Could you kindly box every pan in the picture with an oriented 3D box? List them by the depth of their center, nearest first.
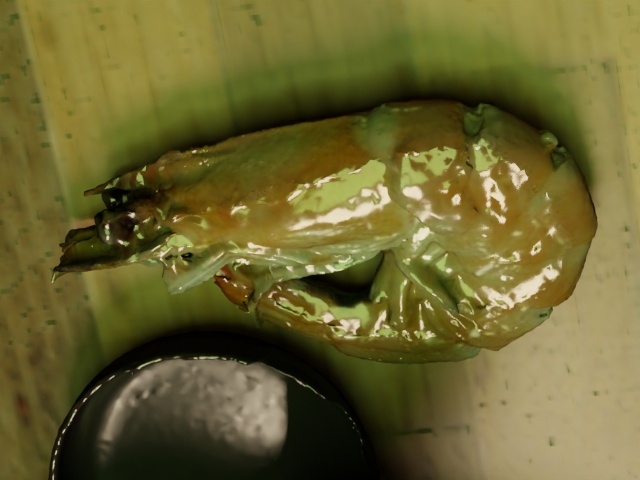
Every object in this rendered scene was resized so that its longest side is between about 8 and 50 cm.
[{"bbox_3d":[-0.067,0.119,0.689,0.115,0.040,0.212,39,107,-10],"label":"pan"}]

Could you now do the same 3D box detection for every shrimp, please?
[{"bbox_3d":[0.000,0.000,0.638,0.180,0.041,0.099,-4,128,9],"label":"shrimp"}]
